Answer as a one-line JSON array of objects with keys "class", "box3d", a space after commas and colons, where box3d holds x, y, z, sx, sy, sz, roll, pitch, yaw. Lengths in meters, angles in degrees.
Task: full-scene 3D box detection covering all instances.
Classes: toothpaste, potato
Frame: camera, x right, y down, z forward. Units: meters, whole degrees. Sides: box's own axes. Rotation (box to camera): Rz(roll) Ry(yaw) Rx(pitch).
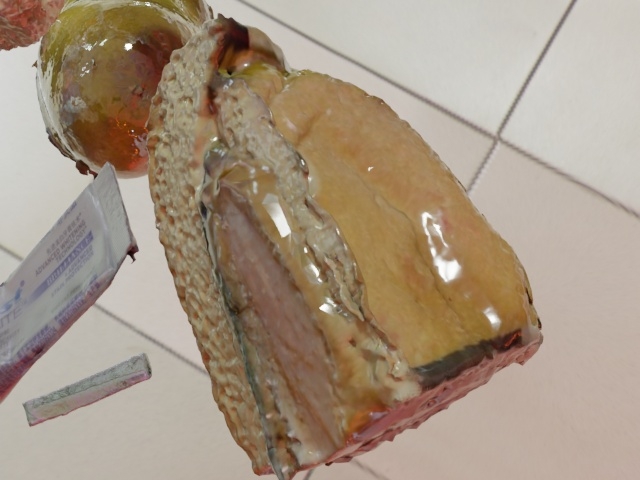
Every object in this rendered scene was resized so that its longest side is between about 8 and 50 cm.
[{"class": "toothpaste", "box3d": [-0.244, 0.067, 0.966, 0.282, 0.068, 0.099, -46, 70, 20]}, {"class": "potato", "box3d": [-0.250, -0.276, 1.728, 0.290, 0.296, 0.397, 24, 78, -14]}]

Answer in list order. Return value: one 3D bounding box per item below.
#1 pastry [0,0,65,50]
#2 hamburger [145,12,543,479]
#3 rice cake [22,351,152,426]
[{"class": "pastry", "box3d": [-0.302, -0.216, 1.024, 0.258, 0.089, 0.121, -5, 78, 38]}, {"class": "hamburger", "box3d": [0.000, 0.000, 0.586, 0.135, 0.155, 0.207, -43, 75, 39]}, {"class": "rice cake", "box3d": [-0.340, 0.219, 1.745, 0.211, 0.034, 0.043, -23, 81, 10]}]
